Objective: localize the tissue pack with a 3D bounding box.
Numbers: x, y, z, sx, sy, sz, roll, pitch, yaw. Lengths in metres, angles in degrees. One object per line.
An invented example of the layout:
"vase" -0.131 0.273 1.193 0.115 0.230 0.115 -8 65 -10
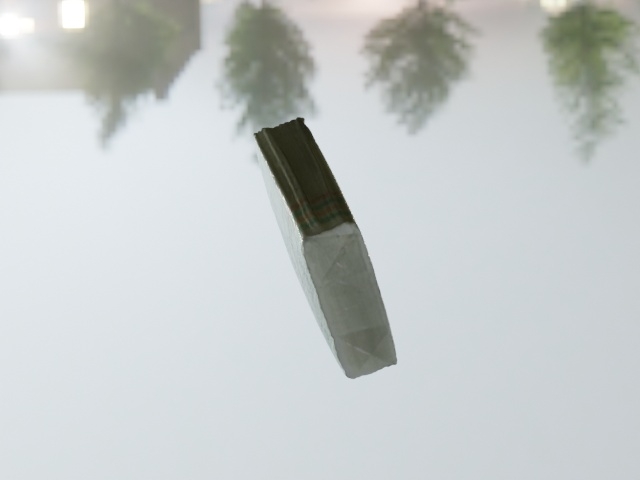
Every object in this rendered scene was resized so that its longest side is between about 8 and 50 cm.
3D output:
"tissue pack" 0.000 0.000 0.598 0.023 0.056 0.108 -18 -157 -3
